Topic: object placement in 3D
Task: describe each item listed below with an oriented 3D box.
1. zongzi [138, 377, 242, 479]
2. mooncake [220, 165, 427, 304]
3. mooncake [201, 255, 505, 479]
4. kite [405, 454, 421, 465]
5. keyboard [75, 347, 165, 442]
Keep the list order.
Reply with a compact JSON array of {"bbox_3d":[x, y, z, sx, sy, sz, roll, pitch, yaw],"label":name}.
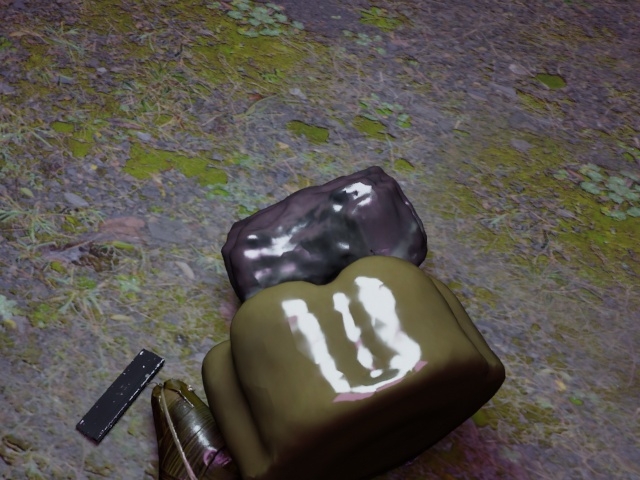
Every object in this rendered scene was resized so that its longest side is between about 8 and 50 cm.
[{"bbox_3d":[-0.274,0.384,1.239,0.241,0.111,0.247,-42,62,-19],"label":"zongzi"},{"bbox_3d":[0.000,0.000,1.364,0.381,0.350,0.212,-24,97,-1],"label":"mooncake"},{"bbox_3d":[0.050,0.226,1.147,0.466,0.467,0.262,-17,58,-14],"label":"mooncake"},{"bbox_3d":[0.219,0.302,1.370,0.285,0.015,0.152,-32,65,-17],"label":"kite"},{"bbox_3d":[-0.378,0.292,1.345,0.060,0.018,0.195,25,58,22],"label":"keyboard"}]
